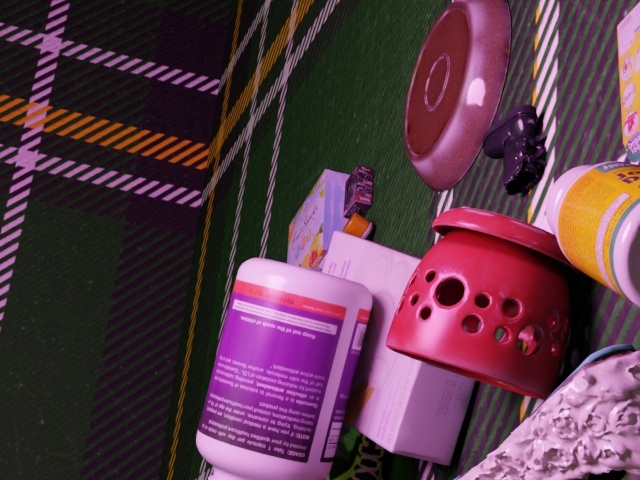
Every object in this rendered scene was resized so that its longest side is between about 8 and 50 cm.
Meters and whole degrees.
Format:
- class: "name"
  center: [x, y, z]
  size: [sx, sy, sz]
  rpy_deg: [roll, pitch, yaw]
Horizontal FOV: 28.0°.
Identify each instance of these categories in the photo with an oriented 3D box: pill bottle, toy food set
- class: "pill bottle"
  center: [-0.054, 0.194, 1.662]
  size: [0.181, 0.182, 0.323]
  rpy_deg: [-175, 100, -74]
- class: "pill bottle"
  center: [0.292, -0.011, 1.211]
  size: [0.208, 0.118, 0.117]
  rpy_deg: [-132, 56, -72]
- class: "toy food set"
  center: [0.037, 0.079, 2.141]
  size: [0.232, 0.104, 0.111]
  rpy_deg: [-56, 5, 7]

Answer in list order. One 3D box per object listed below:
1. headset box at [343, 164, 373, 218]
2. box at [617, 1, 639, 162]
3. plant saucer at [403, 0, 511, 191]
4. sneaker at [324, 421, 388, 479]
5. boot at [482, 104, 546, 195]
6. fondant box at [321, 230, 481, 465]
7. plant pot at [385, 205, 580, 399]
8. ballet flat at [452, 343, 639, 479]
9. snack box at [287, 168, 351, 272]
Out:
- class: "headset box"
  center: [0.066, -0.078, 2.226]
  size: [0.062, 0.032, 0.083]
  rpy_deg: [128, 153, -56]
- class: "box"
  center: [0.346, -0.171, 1.297]
  size: [0.105, 0.043, 0.179]
  rpy_deg: [129, 153, -57]
- class: "plant saucer"
  center: [0.189, -0.227, 1.888]
  size: [0.310, 0.050, 0.310]
  rpy_deg: [-166, 90, -75]
- class: "sneaker"
  center: [0.060, 0.288, 1.847]
  size: [0.097, 0.084, 0.234]
  rpy_deg: [123, 155, -48]
- class: "boot"
  center: [0.241, -0.103, 1.614]
  size: [0.121, 0.045, 0.099]
  rpy_deg: [130, 146, -58]
- class: "fondant box"
  center: [0.091, 0.134, 1.726]
  size: [0.330, 0.096, 0.238]
  rpy_deg: [21, 94, 65]
- class: "plant pot"
  center: [0.187, 0.068, 1.407]
  size: [0.174, 0.191, 0.191]
  rpy_deg: [-70, 15, -7]
- class: "ballet flat"
  center: [0.216, 0.247, 1.268]
  size: [0.409, 0.147, 0.147]
  rpy_deg: [123, 155, -52]
- class: "snack box"
  center: [0.000, 0.000, 2.322]
  size: [0.207, 0.070, 0.174]
  rpy_deg: [127, 151, -54]
